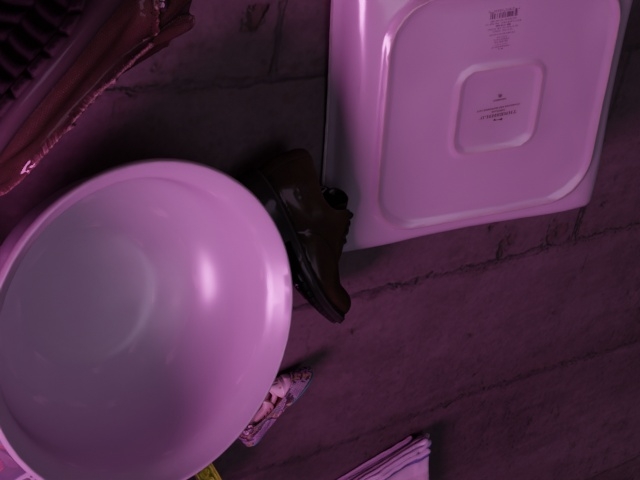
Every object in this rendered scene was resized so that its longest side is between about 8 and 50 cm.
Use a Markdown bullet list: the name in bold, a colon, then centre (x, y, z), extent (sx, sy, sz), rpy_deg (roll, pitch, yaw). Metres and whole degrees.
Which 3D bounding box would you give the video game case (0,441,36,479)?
- **video game case**: centre (-0.325, 0.182, 1.014), extent (0.183, 0.023, 0.201), rpy_deg (-32, 134, -21)

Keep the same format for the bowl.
- **bowl**: centre (-0.178, 0.064, 0.957), extent (0.297, 0.134, 0.298), rpy_deg (-14, 111, -38)

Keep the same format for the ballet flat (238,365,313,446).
- **ballet flat**: centre (-0.055, 0.180, 1.241), extent (0.114, 0.041, 0.041), rpy_deg (-49, 138, -5)

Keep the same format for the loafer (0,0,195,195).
- **loafer**: centre (-0.156, -0.169, 0.838), extent (0.366, 0.134, 0.130), rpy_deg (-51, 139, -2)

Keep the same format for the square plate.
- **square plate**: centre (0.170, -0.145, 1.145), extent (0.347, 0.049, 0.344), rpy_deg (-11, 127, -19)

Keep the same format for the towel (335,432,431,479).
- **towel**: centre (0.069, 0.407, 1.508), extent (0.209, 0.034, 0.285), rpy_deg (-24, 131, -26)

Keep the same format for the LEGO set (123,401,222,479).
- **LEGO set**: centre (-0.146, 0.241, 1.147), extent (0.107, 0.132, 0.287), rpy_deg (-36, 130, -29)

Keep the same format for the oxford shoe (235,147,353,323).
- **oxford shoe**: centre (0.000, 0.000, 1.125), extent (0.096, 0.083, 0.227), rpy_deg (-34, 136, -11)
